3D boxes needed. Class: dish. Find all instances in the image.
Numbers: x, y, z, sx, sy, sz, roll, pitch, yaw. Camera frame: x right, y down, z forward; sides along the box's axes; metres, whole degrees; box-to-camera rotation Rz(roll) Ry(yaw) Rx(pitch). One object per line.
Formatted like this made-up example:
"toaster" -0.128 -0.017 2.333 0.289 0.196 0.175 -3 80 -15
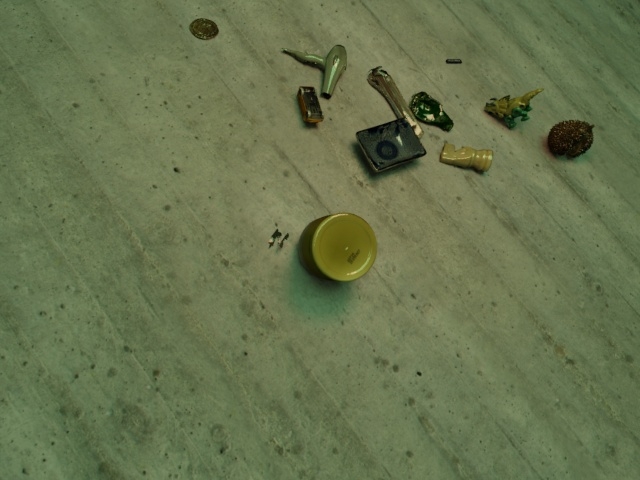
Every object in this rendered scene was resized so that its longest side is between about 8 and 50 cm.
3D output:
"dish" 0.264 -0.359 1.812 0.243 0.080 0.182 -21 75 -19

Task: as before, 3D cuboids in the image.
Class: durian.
"durian" 1.085 -0.443 1.997 0.196 0.196 0.167 -15 79 -20

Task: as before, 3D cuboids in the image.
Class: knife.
"knife" 0.313 -0.563 1.931 0.089 0.043 0.365 -32 80 12

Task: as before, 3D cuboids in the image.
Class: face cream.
"face cream" 0.052 0.023 1.516 0.218 0.179 0.218 1 88 -17

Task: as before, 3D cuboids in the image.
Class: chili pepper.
"chili pepper" 0.460 -0.528 1.943 0.216 0.062 0.108 36 98 -2

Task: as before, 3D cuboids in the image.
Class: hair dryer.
"hair dryer" -0.022 -0.679 1.885 0.267 0.092 0.229 -3 75 -1

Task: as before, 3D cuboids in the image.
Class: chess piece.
"chess piece" 0.588 -0.340 1.896 0.200 0.090 0.090 11 66 2

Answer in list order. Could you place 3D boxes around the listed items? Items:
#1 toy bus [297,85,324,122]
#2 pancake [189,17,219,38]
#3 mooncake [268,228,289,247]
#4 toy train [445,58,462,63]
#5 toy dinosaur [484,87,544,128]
"toy bus" -0.042 -0.516 1.800 0.069 0.074 0.162 -6 68 -24
"pancake" -0.462 -0.845 1.856 0.115 0.011 0.115 5 68 -12
"mooncake" 0.003 -0.006 1.618 0.346 0.057 0.150 15 63 -8
"toy train" 0.609 -0.815 2.118 0.083 0.017 0.017 -7 72 -17
"toy dinosaur" 0.835 -0.568 1.968 0.153 0.259 0.094 35 64 -30
